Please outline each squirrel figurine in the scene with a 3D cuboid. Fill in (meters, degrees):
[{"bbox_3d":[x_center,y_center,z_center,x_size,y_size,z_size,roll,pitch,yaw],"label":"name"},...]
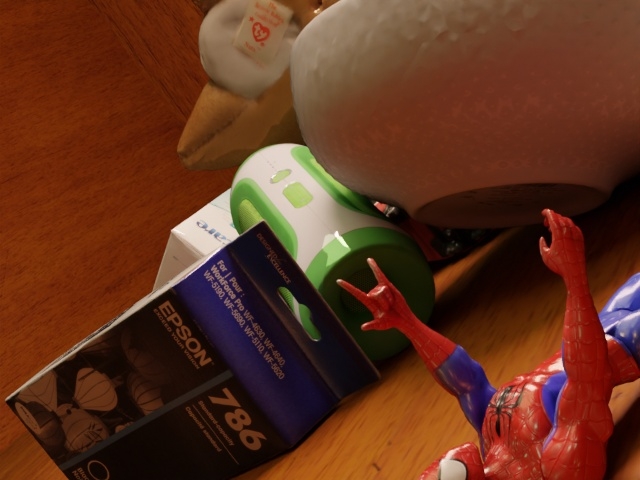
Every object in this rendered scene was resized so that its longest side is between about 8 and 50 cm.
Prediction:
[{"bbox_3d":[0.047,-0.265,1.228,0.397,0.281,0.370,-5,9,28],"label":"squirrel figurine"}]

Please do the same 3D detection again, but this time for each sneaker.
[{"bbox_3d":[0.097,-0.017,1.086,0.276,0.098,0.135,-35,7,29],"label":"sneaker"}]

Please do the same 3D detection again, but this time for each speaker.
[{"bbox_3d":[0.000,0.000,0.942,0.131,0.131,0.296,-36,28,-2],"label":"speaker"}]

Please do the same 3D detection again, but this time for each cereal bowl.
[{"bbox_3d":[0.145,-0.093,0.812,0.339,0.141,0.339,-2,-12,0],"label":"cereal bowl"}]

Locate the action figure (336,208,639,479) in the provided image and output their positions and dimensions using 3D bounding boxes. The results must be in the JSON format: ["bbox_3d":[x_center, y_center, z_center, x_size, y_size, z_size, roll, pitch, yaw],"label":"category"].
[{"bbox_3d":[0.128,0.013,0.467,0.280,0.139,0.091,-41,5,-19],"label":"action figure"}]

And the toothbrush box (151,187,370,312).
[{"bbox_3d":[-0.072,0.031,1.210,0.295,0.126,0.216,-40,-19,-48],"label":"toothbrush box"}]

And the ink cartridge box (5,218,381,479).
[{"bbox_3d":[-0.122,0.128,0.855,0.332,0.165,0.065,-34,6,35],"label":"ink cartridge box"}]
